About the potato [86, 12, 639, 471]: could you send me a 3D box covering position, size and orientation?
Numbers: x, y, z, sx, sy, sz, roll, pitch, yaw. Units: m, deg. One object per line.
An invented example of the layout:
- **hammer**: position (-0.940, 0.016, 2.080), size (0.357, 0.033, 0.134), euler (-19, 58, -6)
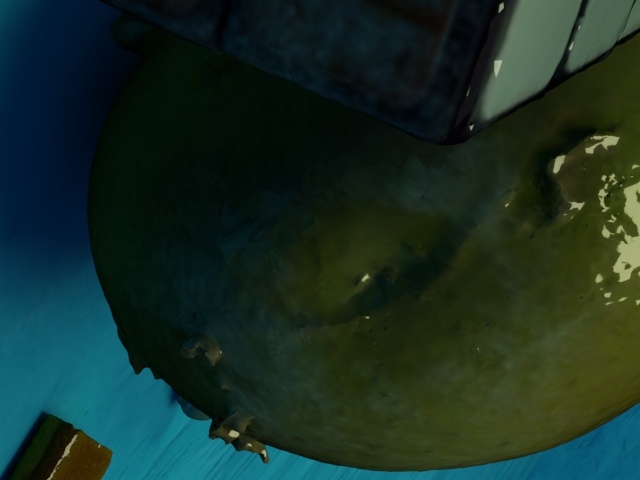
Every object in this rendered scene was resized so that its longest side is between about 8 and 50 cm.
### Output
- **potato**: position (0.052, -0.052, 0.910), size (0.442, 0.385, 0.319), euler (-31, 171, 28)

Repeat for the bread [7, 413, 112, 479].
- **bread**: position (-0.197, 0.179, 1.139), size (0.094, 0.035, 0.090), euler (-59, 161, -11)

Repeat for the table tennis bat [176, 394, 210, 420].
- **table tennis bat**: position (-0.064, 0.080, 1.250), size (0.244, 0.153, 0.040), euler (125, -27, -53)

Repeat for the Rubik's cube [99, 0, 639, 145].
- **Rubik's cube**: position (0.014, -0.276, 0.584), size (0.337, 0.344, 0.343), euler (-33, 147, -58)
